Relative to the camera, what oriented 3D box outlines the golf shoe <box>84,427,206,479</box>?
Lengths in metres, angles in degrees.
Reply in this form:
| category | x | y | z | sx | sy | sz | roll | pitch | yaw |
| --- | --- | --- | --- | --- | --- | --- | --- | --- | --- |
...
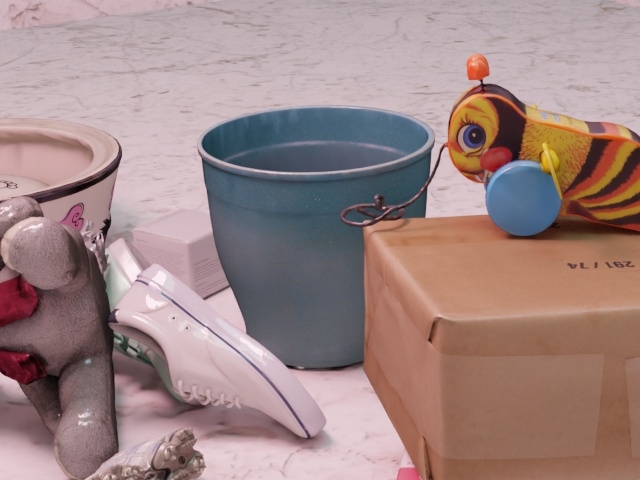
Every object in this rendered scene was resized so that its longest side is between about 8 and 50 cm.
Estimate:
| category | x | y | z | sx | sy | sz | roll | pitch | yaw |
| --- | --- | --- | --- | --- | --- | --- | --- | --- | --- |
| golf shoe | -0.191 | 0.238 | 1.454 | 0.086 | 0.069 | 0.176 | -11 | 7 | 40 |

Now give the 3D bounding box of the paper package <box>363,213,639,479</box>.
| category | x | y | z | sx | sy | sz | roll | pitch | yaw |
| --- | --- | --- | --- | --- | --- | --- | --- | --- | --- |
| paper package | 0.222 | 0.089 | 1.387 | 0.324 | 0.168 | 0.309 | -4 | 17 | -10 |

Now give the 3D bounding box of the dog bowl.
| category | x | y | z | sx | sy | sz | roll | pitch | yaw |
| --- | --- | --- | --- | --- | --- | --- | --- | --- | --- |
| dog bowl | -0.472 | -0.045 | 2.086 | 0.407 | 0.150 | 0.408 | -2 | 20 | 1 |

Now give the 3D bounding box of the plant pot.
| category | x | y | z | sx | sy | sz | roll | pitch | yaw |
| --- | --- | --- | --- | --- | --- | --- | --- | --- | --- |
| plant pot | 0.000 | 0.000 | 1.772 | 0.271 | 0.255 | 0.272 | -2 | 20 | 1 |

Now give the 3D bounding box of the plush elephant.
| category | x | y | z | sx | sy | sz | roll | pitch | yaw |
| --- | --- | --- | --- | --- | --- | --- | --- | --- | --- |
| plush elephant | -0.357 | 0.081 | 1.593 | 0.255 | 0.272 | 0.330 | -11 | 22 | -1 |

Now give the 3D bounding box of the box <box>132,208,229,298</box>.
| category | x | y | z | sx | sy | sz | roll | pitch | yaw |
| --- | --- | --- | --- | --- | --- | --- | --- | --- | --- |
| box | -0.174 | 0.018 | 1.976 | 0.102 | 0.087 | 0.101 | 13 | 25 | 34 |

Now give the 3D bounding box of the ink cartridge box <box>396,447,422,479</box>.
| category | x | y | z | sx | sy | sz | roll | pitch | yaw |
| --- | --- | --- | --- | --- | --- | --- | --- | --- | --- |
| ink cartridge box | 0.155 | 0.223 | 1.397 | 0.158 | 0.092 | 0.218 | 3 | 19 | 10 |

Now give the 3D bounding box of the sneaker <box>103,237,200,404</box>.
| category | x | y | z | sx | sy | sz | roll | pitch | yaw |
| --- | --- | --- | --- | --- | --- | --- | --- | --- | --- |
| sneaker | -0.223 | 0.128 | 1.730 | 0.151 | 0.094 | 0.256 | -40 | 48 | 4 |

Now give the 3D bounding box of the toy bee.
| category | x | y | z | sx | sy | sz | roll | pitch | yaw |
| --- | --- | --- | --- | --- | --- | --- | --- | --- | --- |
| toy bee | 0.181 | -0.087 | 1.407 | 0.298 | 0.162 | 0.195 | -5 | 20 | -16 |

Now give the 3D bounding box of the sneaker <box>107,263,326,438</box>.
| category | x | y | z | sx | sy | sz | roll | pitch | yaw |
| --- | --- | --- | --- | --- | --- | --- | --- | --- | --- |
| sneaker | -0.112 | 0.136 | 1.597 | 0.258 | 0.094 | 0.091 | 37 | 74 | 14 |
